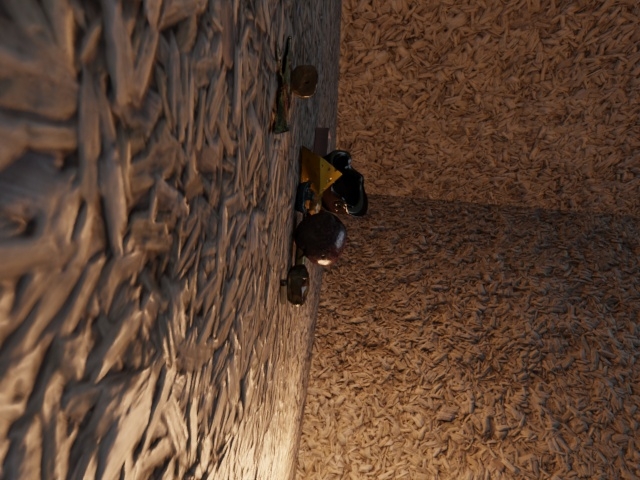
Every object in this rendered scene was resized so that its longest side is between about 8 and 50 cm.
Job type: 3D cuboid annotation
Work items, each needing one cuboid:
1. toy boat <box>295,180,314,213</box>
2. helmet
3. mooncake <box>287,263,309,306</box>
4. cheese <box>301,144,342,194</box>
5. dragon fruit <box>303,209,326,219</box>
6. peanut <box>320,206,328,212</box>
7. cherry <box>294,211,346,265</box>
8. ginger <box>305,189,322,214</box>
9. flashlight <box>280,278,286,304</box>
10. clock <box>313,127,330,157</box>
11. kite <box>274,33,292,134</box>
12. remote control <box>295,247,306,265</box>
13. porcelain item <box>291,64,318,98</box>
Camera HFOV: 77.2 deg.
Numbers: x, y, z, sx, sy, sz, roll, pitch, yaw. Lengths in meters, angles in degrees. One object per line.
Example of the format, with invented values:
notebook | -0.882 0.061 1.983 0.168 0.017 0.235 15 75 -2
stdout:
toy boat | -0.051 -0.156 1.405 0.060 0.061 0.137 90 6 -54
helmet | 0.061 -0.220 1.692 0.225 0.177 0.305 -52 124 -48
mooncake | -0.076 0.158 1.409 0.125 0.073 0.129 -75 172 -76
cheese | -0.010 -0.268 1.426 0.126 0.093 0.171 -44 150 -10
dragon fruit | -0.021 -0.063 1.668 0.121 0.130 0.141 30 -59 57
peanut | -0.005 -0.129 1.804 0.098 0.104 0.229 71 27 -75
cherry | 0.006 -0.008 1.422 0.195 0.195 0.194 5 90 -86
ginger | -0.028 -0.195 1.572 0.115 0.081 0.205 12 80 -82
flashlight | -0.114 0.158 1.231 0.018 0.018 0.083 -74 169 -61
clock | 0.006 -0.411 1.865 0.150 0.063 0.196 8 87 -86
kite | -0.088 -0.356 0.965 0.267 0.013 0.322 89 5 -66
remote control | -0.079 0.127 1.561 0.098 0.038 0.233 -31 127 -84
porcelain item | -0.044 -0.442 1.137 0.215 0.069 0.081 -98 -171 -73
